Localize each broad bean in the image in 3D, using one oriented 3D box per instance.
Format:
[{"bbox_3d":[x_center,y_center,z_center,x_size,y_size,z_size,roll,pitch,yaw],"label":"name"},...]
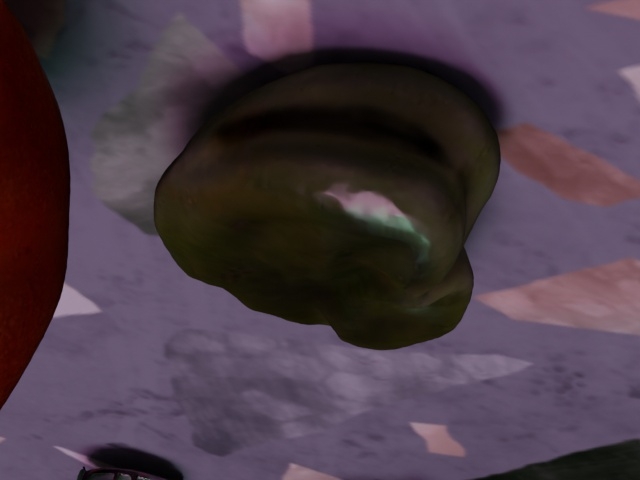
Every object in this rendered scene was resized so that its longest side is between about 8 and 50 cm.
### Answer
[{"bbox_3d":[0.001,-0.002,0.785,0.153,0.072,0.207,24,149,-7],"label":"broad bean"}]

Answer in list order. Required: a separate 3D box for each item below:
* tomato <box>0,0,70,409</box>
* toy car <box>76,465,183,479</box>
[{"bbox_3d":[-0.251,-0.022,0.692,0.298,0.298,0.226,37,-178,-35],"label":"tomato"},{"bbox_3d":[-0.127,0.192,1.181,0.069,0.055,0.142,7,151,3],"label":"toy car"}]
